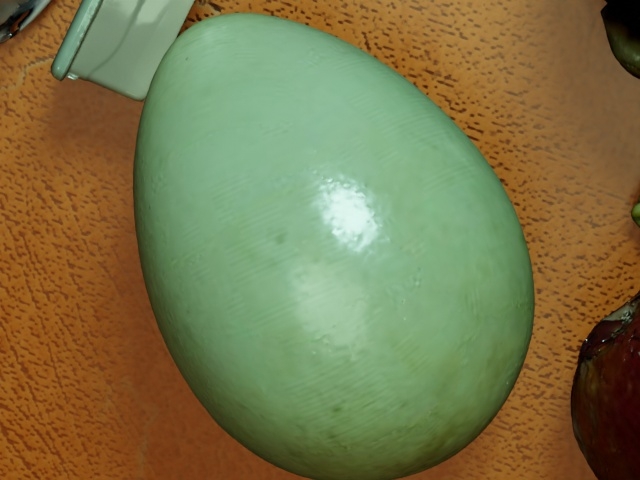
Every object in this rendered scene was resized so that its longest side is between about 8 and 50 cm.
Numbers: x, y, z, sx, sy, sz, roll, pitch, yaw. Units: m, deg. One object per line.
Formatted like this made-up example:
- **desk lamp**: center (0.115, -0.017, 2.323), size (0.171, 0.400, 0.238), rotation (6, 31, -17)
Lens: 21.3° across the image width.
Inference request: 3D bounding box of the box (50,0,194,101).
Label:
- **box**: center (-0.112, -0.148, 1.045), size (0.062, 0.089, 0.122), rotation (27, 107, -9)

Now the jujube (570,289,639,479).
- **jujube**: center (0.266, 0.119, 1.010), size (0.243, 0.183, 0.183), rotation (36, 107, -3)

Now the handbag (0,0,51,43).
- **handbag**: center (-0.238, -0.207, 1.031), size (0.179, 0.116, 0.205), rotation (39, 106, -3)

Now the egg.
- **egg**: center (0.000, 0.000, 1.000), size (0.218, 0.218, 0.295), rotation (-31, 83, 15)

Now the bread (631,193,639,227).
- **bread**: center (0.228, -0.038, 1.048), size (0.049, 0.034, 0.088), rotation (24, 103, 17)

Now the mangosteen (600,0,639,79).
- **mangosteen**: center (0.240, -0.168, 0.942), size (0.211, 0.211, 0.250), rotation (-4, 135, 9)
